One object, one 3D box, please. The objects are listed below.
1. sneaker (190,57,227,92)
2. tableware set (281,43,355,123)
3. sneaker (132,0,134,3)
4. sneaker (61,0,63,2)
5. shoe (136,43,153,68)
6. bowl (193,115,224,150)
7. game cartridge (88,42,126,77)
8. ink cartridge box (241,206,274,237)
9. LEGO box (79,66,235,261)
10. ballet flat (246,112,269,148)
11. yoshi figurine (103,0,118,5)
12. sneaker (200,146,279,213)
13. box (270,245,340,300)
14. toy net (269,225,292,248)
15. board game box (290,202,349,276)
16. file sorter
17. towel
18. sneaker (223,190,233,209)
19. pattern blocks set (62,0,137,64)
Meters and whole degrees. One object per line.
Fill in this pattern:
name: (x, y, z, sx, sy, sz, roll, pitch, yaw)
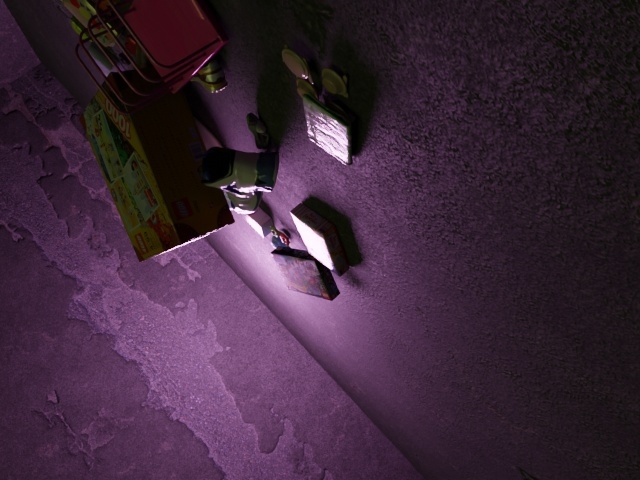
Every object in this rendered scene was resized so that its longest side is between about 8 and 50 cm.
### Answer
sneaker: (-0.293, -0.424, 1.294, 0.185, 0.069, 0.084, 30, 148, 31)
tableware set: (-0.003, -0.272, 0.964, 0.168, 0.020, 0.141, 38, 166, 20)
sneaker: (-0.397, -0.543, 1.285, 0.152, 0.058, 0.084, 44, 166, 5)
sneaker: (-0.829, -0.831, 1.670, 0.121, 0.099, 0.262, 36, 159, 48)
shoe: (-0.517, -0.517, 1.609, 0.219, 0.058, 0.077, 144, 127, -68)
bowl: (-0.417, -0.269, 1.822, 0.298, 0.134, 0.298, 44, 163, 17)
game cartridge: (-0.785, -0.611, 2.123, 0.198, 0.062, 0.297, 45, 164, 26)
ink cartridge box: (-0.224, -0.079, 1.902, 0.122, 0.052, 0.088, 41, 162, 20)
LEGO box: (-0.506, -0.220, 1.647, 0.372, 0.193, 0.500, -16, 97, 53)
ballet flat: (-0.148, -0.268, 1.326, 0.041, 0.041, 0.114, 39, 161, 29)
yoshi figurine: (-0.543, -0.713, 1.168, 0.362, 0.203, 0.203, 51, -149, -65)
sneaker: (-0.231, -0.177, 1.443, 0.182, 0.128, 0.315, 12, 165, -16)
box: (-0.053, 0.106, 1.782, 0.233, 0.044, 0.159, 8, 129, 49)
toy net: (-0.084, 0.039, 1.841, 0.232, 0.045, 0.122, 40, 147, 18)
board game box: (0.000, 0.000, 1.525, 0.146, 0.045, 0.193, 36, 159, 37)
file sorter: (-0.377, -0.420, 1.152, 0.290, 0.182, 0.202, -14, 114, 54)
towel: (0.019, -0.209, 1.022, 0.113, 0.023, 0.152, 37, 166, 14)
sneaker: (-0.436, -0.185, 2.027, 0.256, 0.151, 0.094, 53, 161, -21)
pattern blocks set: (-0.683, -0.670, 1.631, 0.285, 0.026, 0.325, 7, 146, 45)
